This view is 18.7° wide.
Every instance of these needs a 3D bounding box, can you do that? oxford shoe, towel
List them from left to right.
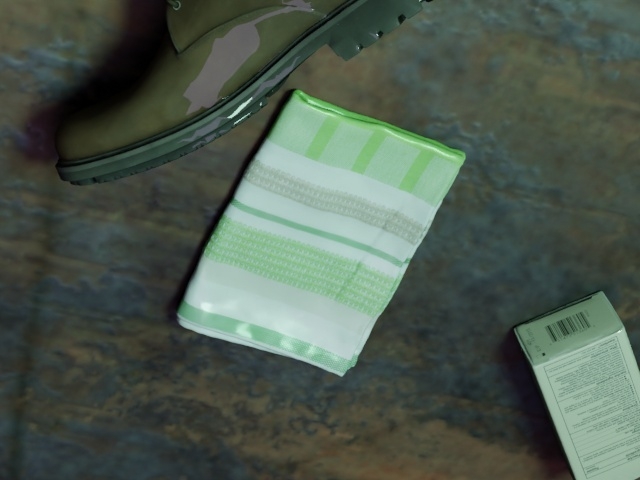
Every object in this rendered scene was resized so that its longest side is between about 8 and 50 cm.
[{"bbox_3d":[-0.047,-0.108,0.952,0.227,0.083,0.096,-33,102,11],"label":"oxford shoe"},{"bbox_3d":[0.000,0.000,1.056,0.113,0.023,0.152,17,117,-24],"label":"towel"}]

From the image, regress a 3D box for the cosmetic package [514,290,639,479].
[{"bbox_3d":[0.161,0.092,1.144,0.060,0.041,0.115,-22,125,1],"label":"cosmetic package"}]
